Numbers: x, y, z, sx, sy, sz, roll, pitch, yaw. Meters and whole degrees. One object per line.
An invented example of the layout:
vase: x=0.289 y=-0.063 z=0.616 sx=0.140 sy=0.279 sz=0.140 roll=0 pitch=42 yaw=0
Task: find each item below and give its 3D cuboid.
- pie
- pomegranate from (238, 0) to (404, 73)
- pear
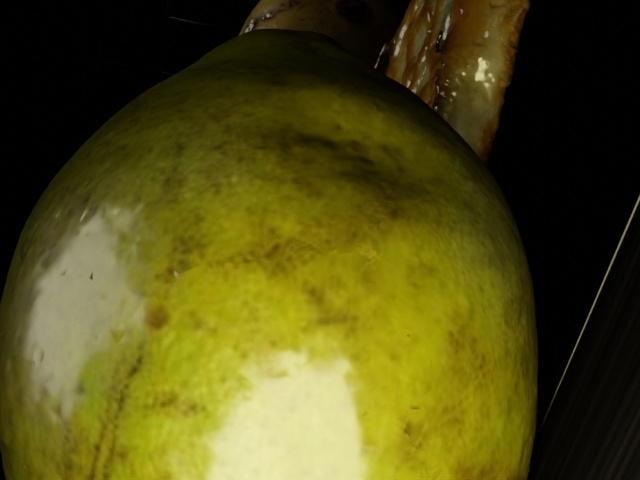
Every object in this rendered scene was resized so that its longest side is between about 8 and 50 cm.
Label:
pie: x=0.110 y=-0.142 z=0.997 sx=0.315 sy=0.092 sz=0.315 roll=-165 pitch=90 yaw=-83
pomegranate: x=0.007 y=-0.259 z=1.662 sx=0.281 sy=0.281 sz=0.281 roll=-169 pitch=90 yaw=-87
pear: x=-0.033 y=0.075 z=0.681 sx=0.352 sy=0.352 sz=0.413 roll=106 pitch=165 yaw=-61
